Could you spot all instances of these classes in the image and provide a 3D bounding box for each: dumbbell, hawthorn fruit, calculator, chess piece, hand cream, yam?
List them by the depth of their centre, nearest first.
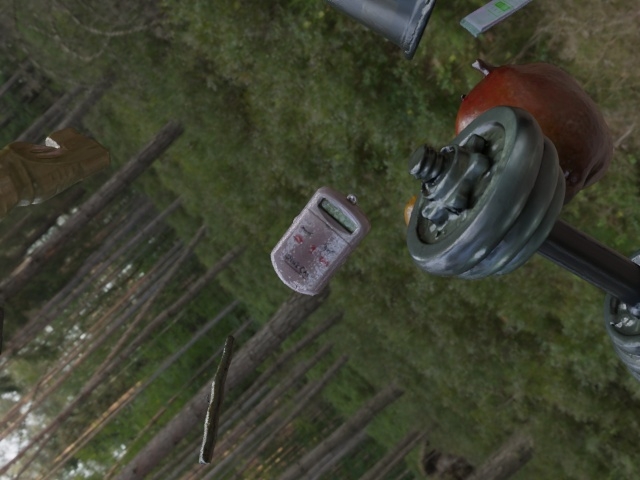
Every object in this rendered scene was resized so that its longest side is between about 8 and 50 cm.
[{"bbox_3d":[0.261,0.016,0.652,0.406,0.179,0.179,28,-172,-12],"label":"dumbbell"},{"bbox_3d":[0.000,0.000,0.990,0.100,0.175,0.032,40,-162,9],"label":"calculator"},{"bbox_3d":[-0.180,0.271,1.155,0.027,0.029,0.234,22,-128,-19],"label":"yam"},{"bbox_3d":[0.400,-0.479,1.267,0.050,0.275,0.079,58,-172,-9],"label":"hand cream"},{"bbox_3d":[0.401,-0.194,1.273,0.295,0.295,0.312,45,-156,-44],"label":"hawthorn fruit"},{"bbox_3d":[-0.562,-0.134,1.293,0.137,0.300,0.137,25,131,33],"label":"chess piece"}]

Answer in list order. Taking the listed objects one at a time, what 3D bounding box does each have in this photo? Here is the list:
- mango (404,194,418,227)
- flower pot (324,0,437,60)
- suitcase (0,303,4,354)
[{"bbox_3d":[0.250,-0.030,1.576,0.105,0.084,0.160,139,118,-74],"label":"mango"},{"bbox_3d":[0.069,-0.259,0.612,0.106,0.158,0.157,22,-177,0],"label":"flower pot"},{"bbox_3d":[-0.456,0.170,0.694,0.128,0.313,0.202,3,175,32],"label":"suitcase"}]
